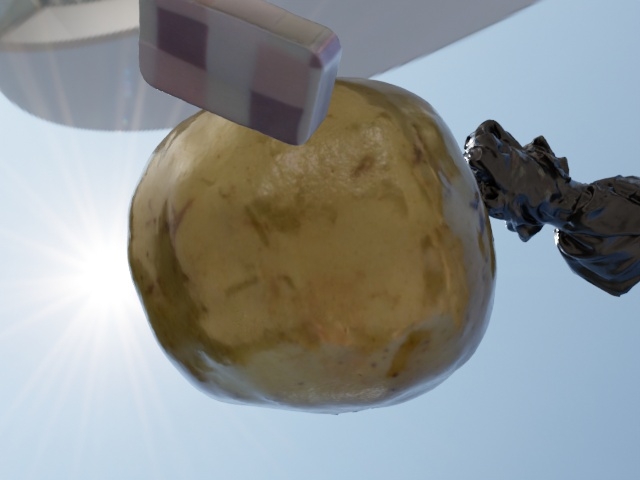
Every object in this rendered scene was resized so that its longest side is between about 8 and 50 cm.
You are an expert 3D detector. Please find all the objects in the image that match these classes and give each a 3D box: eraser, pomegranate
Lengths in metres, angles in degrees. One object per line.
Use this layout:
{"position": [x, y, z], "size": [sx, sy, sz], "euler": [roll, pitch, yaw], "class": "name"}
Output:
{"position": [-0.044, -0.095, 0.437], "size": [0.105, 0.065, 0.026], "euler": [25, -135, 9], "class": "eraser"}
{"position": [0.000, 0.000, 0.743], "size": [0.332, 0.332, 0.332], "euler": [-18, -134, 19], "class": "pomegranate"}

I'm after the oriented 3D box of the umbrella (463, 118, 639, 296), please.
{"position": [0.270, -0.031, 0.880], "size": [0.272, 0.110, 0.122], "euler": [23, -109, 0], "class": "umbrella"}
